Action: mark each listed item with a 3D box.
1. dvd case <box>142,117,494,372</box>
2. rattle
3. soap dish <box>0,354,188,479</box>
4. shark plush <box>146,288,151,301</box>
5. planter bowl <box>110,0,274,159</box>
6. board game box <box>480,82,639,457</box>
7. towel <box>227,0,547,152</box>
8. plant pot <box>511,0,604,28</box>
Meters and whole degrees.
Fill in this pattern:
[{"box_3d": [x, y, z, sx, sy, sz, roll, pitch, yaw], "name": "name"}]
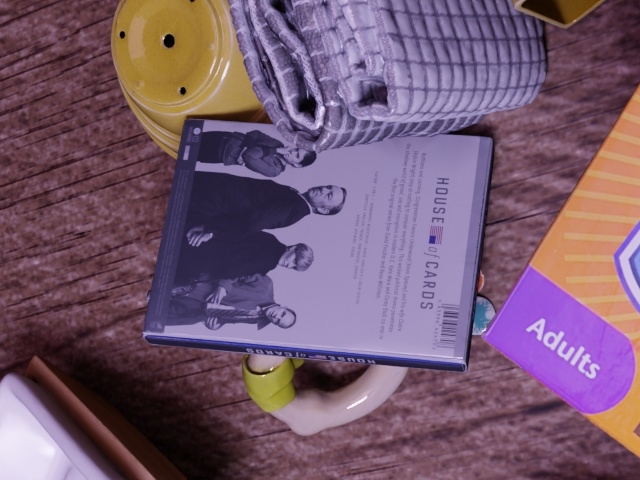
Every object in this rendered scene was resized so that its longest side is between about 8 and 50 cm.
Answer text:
[{"box_3d": [0.000, 0.000, 1.148, 0.239, 0.029, 0.179, 5, 68, 12], "name": "dvd case"}, {"box_3d": [0.029, 0.050, 1.218, 0.200, 0.143, 0.130, -41, 108, 11], "name": "rattle"}, {"box_3d": [-0.194, 0.253, 1.248, 0.291, 0.118, 0.229, 32, 102, 52], "name": "soap dish"}, {"box_3d": [-0.083, -0.001, 1.252, 0.161, 0.067, 0.073, -20, 86, 29], "name": "shark plush"}, {"box_3d": [-0.098, -0.157, 1.231, 0.217, 0.090, 0.217, 3, 97, 28], "name": "planter bowl"}, {"box_3d": [0.376, -0.010, 0.830, 0.356, 0.356, 0.356, 37, 112, 21], "name": "board game box"}, {"box_3d": [0.027, -0.207, 1.075, 0.121, 0.235, 0.283, -21, 85, 35], "name": "towel"}, {"box_3d": [0.166, -0.210, 1.087, 0.081, 0.081, 0.083, -38, 65, 27], "name": "plant pot"}]
